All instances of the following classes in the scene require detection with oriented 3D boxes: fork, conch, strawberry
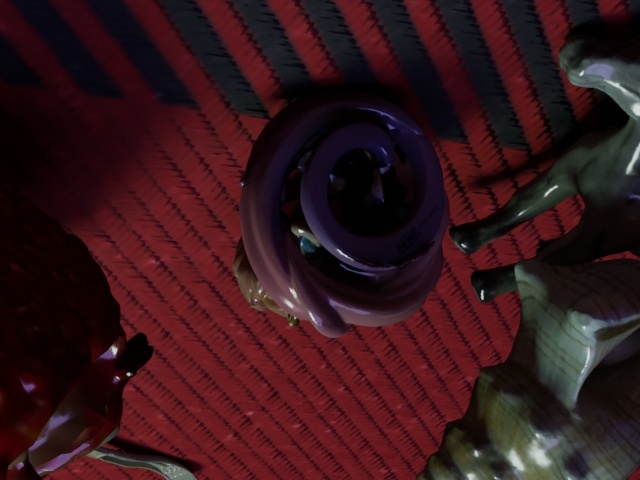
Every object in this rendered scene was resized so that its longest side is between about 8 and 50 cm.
[{"bbox_3d":[-0.150,0.147,1.348,0.034,0.028,0.219,-28,148,21],"label":"fork"},{"bbox_3d":[0.141,0.059,1.072,0.234,0.114,0.137,-54,144,6],"label":"conch"},{"bbox_3d":[-0.240,0.053,0.972,0.261,0.257,0.261,-33,173,-4],"label":"strawberry"}]

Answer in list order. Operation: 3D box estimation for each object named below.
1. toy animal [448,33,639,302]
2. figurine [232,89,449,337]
[{"bbox_3d":[0.157,-0.016,1.112,0.170,0.089,0.255,-21,154,8],"label":"toy animal"},{"bbox_3d":[0.009,0.004,1.059,0.114,0.126,0.157,31,149,9],"label":"figurine"}]
